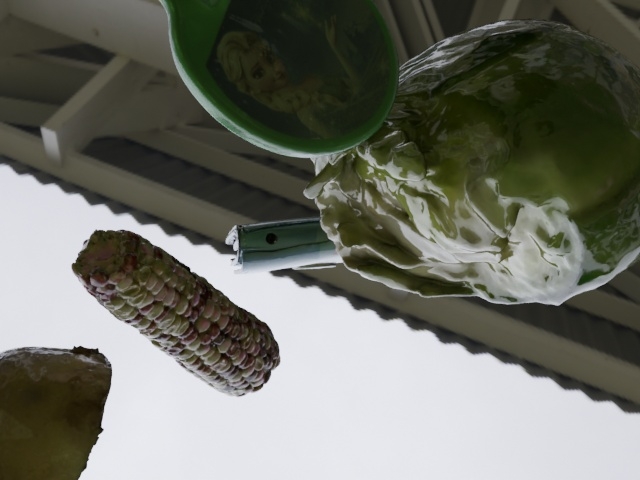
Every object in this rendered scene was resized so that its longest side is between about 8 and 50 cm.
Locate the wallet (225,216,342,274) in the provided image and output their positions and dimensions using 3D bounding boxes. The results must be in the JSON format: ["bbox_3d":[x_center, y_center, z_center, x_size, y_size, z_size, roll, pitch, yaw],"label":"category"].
[{"bbox_3d":[0.000,0.000,0.983,0.250,0.176,0.075,-6,-95,-13],"label":"wallet"}]

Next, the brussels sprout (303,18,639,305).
[{"bbox_3d":[0.179,-0.072,0.740,0.371,0.276,0.315,-4,-146,41],"label":"brussels sprout"}]

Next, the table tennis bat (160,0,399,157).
[{"bbox_3d":[-0.059,-0.152,0.464,0.257,0.039,0.160,26,-116,-15],"label":"table tennis bat"}]

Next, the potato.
[{"bbox_3d":[-0.347,0.218,0.737,0.116,0.299,0.239,30,-136,-32],"label":"potato"}]

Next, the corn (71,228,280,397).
[{"bbox_3d":[-0.129,0.075,0.703,0.092,0.280,0.092,-14,-127,20],"label":"corn"}]
